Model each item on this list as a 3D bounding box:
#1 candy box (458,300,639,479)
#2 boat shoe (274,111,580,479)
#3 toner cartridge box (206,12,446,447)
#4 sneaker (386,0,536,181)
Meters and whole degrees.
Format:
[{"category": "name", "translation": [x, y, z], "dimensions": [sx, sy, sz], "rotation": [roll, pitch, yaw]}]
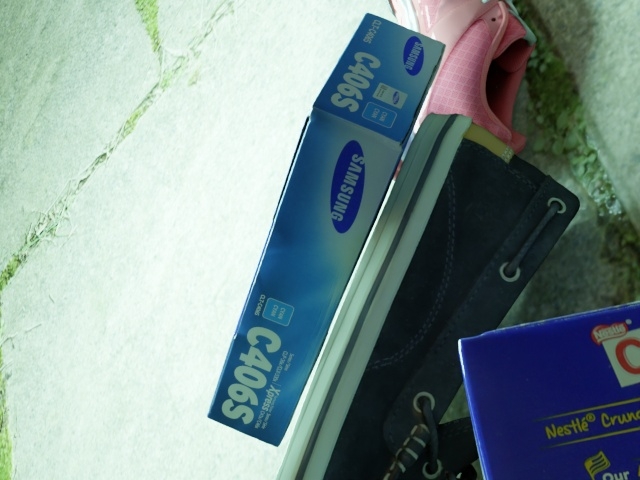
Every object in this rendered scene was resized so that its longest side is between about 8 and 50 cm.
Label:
[{"category": "candy box", "translation": [0.232, 0.182, 0.582], "dimensions": [0.268, 0.122, 0.317], "rotation": [-11, 57, 4]}, {"category": "boat shoe", "translation": [0.061, 0.147, 0.877], "dimensions": [0.187, 0.156, 0.500], "rotation": [91, -158, -79]}, {"category": "toner cartridge box", "translation": [0.000, 0.000, 0.972], "dimensions": [0.165, 0.075, 0.348], "rotation": [-66, -3, -50]}, {"category": "sneaker", "translation": [0.137, -0.195, 1.046], "dimensions": [0.136, 0.116, 0.314], "rotation": [-10, 72, 39]}]
